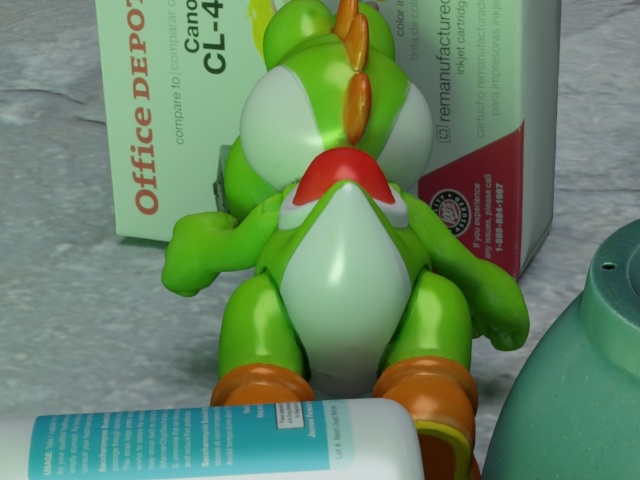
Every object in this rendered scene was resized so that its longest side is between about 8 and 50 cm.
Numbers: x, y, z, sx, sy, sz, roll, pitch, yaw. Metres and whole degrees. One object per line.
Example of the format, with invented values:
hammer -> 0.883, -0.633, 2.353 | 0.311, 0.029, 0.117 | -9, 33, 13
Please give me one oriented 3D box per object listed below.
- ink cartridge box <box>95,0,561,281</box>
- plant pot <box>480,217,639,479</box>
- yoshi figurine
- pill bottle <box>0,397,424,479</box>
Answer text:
ink cartridge box -> 0.008, -0.106, 1.360 | 0.306, 0.226, 0.131 | 5, 25, 17
plant pot -> 0.216, 0.101, 0.963 | 0.293, 0.196, 0.293 | -2, 27, 1
yoshi figurine -> 0.007, 0.018, 1.173 | 0.203, 0.203, 0.362 | -31, 42, 30
pill bottle -> -0.083, 0.154, 0.930 | 0.264, 0.146, 0.146 | -2, 26, -2
